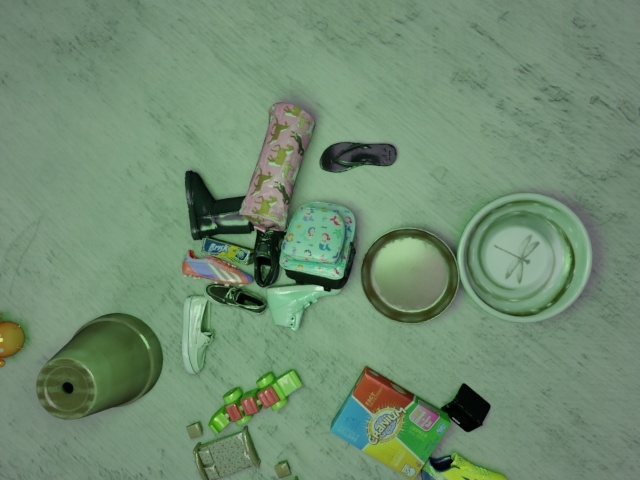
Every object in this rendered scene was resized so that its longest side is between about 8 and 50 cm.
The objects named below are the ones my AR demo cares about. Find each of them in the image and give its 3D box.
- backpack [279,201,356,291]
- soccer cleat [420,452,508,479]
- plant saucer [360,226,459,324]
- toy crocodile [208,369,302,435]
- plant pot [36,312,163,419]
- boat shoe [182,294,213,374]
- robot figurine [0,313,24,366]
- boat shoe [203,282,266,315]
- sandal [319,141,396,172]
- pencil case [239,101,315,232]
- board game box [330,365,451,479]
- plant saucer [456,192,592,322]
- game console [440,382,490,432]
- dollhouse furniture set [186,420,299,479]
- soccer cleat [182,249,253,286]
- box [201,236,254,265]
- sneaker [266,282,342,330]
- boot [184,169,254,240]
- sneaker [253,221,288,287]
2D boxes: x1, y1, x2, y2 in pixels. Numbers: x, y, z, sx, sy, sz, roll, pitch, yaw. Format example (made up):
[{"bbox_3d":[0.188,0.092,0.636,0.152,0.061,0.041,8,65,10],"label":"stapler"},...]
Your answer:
[{"bbox_3d":[0.000,0.000,1.265,0.225,0.191,0.254,11,61,15],"label":"backpack"},{"bbox_3d":[0.476,0.765,1.335,0.288,0.093,0.121,4,86,4],"label":"soccer cleat"},{"bbox_3d":[0.284,0.112,1.313,0.310,0.050,0.311,1,95,17],"label":"plant saucer"},{"bbox_3d":[-0.221,0.539,1.369,0.340,0.105,0.115,-27,91,5],"label":"toy crocodile"},{"bbox_3d":[-0.725,0.425,1.317,0.322,0.280,0.324,0,94,4],"label":"plant pot"},{"bbox_3d":[-0.407,0.320,1.383,0.088,0.096,0.268,-1,85,9],"label":"boat shoe"},{"bbox_3d":[-1.143,0.347,1.420,0.219,0.128,0.158,-6,49,5],"label":"robot figurine"},{"bbox_3d":[-0.285,0.185,1.362,0.219,0.070,0.078,17,56,-2],"label":"boat shoe"},{"bbox_3d":[0.120,-0.279,1.326,0.254,0.054,0.097,-7,92,5],"label":"sandal"},{"bbox_3d":[-0.133,-0.222,1.257,0.160,0.167,0.386,9,78,27],"label":"pencil case"},{"bbox_3d":[0.227,0.604,1.350,0.316,0.064,0.242,29,98,3],"label":"board game box"},{"bbox_3d":[0.623,0.052,1.282,0.400,0.100,0.401,0,93,4],"label":"plant saucer"},{"bbox_3d":[0.485,0.560,1.363,0.122,0.071,0.107,40,125,2],"label":"game console"},{"bbox_3d":[-0.267,0.760,1.350,0.303,0.174,0.356,-22,91,5],"label":"dollhouse furniture set"},{"bbox_3d":[-0.345,0.095,1.372,0.247,0.083,0.095,9,89,7],"label":"soccer cleat"},{"bbox_3d":[-0.308,0.035,1.364,0.168,0.059,0.054,15,95,11],"label":"box"},{"bbox_3d":[-0.046,0.216,1.346,0.255,0.094,0.151,-7,92,9],"label":"sneaker"},{"bbox_3d":[-0.332,-0.126,1.354,0.207,0.094,0.247,-10,77,-7],"label":"boot"},{"bbox_3d":[-0.166,0.013,1.328,0.107,0.124,0.284,2,93,4],"label":"sneaker"}]
